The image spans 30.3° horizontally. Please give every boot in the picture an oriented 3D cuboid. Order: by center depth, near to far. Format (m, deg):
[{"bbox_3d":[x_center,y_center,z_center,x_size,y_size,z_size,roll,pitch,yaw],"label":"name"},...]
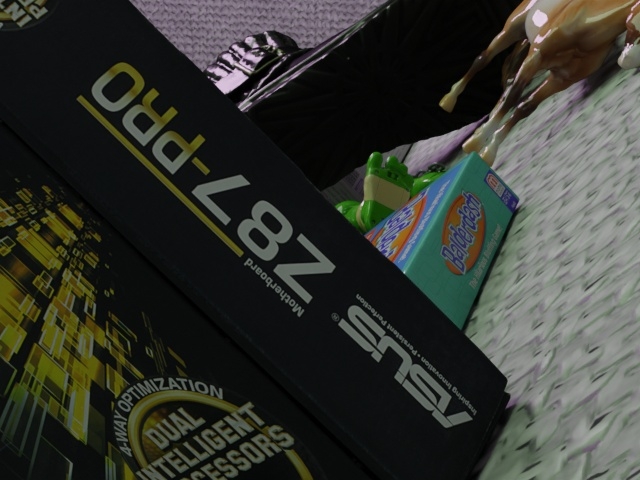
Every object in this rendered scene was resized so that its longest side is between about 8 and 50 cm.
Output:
[{"bbox_3d":[0.021,-0.157,1.143,0.348,0.131,0.260,-26,17,-6],"label":"boot"}]

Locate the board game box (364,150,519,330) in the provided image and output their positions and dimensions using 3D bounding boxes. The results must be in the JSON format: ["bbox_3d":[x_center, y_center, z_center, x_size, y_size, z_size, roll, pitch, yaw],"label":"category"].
[{"bbox_3d":[0.017,0.049,0.731,0.210,0.047,0.160,-38,9,34],"label":"board game box"}]

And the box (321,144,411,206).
[{"bbox_3d":[0.047,-0.091,1.273,0.063,0.067,0.324,-39,10,27],"label":"box"}]

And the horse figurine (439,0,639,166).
[{"bbox_3d":[0.171,-0.141,0.900,0.174,0.066,0.263,-48,9,13],"label":"horse figurine"}]

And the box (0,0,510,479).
[{"bbox_3d":[-0.153,0.054,0.577,0.395,0.318,0.097,-35,11,46],"label":"box"}]

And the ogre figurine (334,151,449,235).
[{"bbox_3d":[0.000,0.000,0.899,0.197,0.097,0.118,-47,9,-26],"label":"ogre figurine"}]
